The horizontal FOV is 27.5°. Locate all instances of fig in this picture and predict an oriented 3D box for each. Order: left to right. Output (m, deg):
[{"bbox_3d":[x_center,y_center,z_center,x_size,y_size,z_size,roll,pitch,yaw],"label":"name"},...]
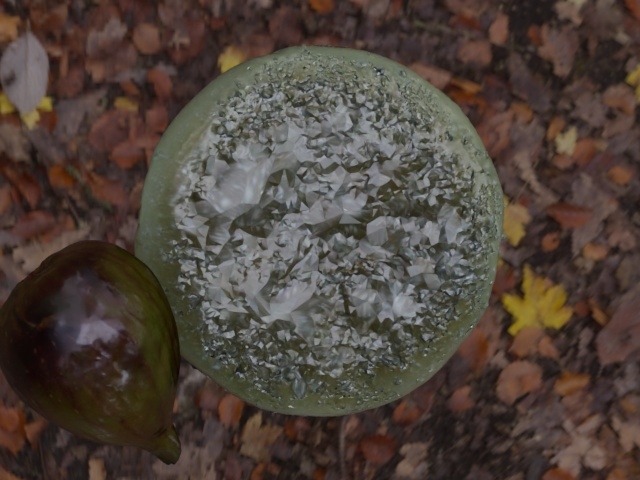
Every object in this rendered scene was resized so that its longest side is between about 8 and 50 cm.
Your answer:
[{"bbox_3d":[-0.128,0.077,0.802,0.154,0.109,0.103,51,28,-19],"label":"fig"}]

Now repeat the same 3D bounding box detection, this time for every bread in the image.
[{"bbox_3d":[0.000,0.000,0.897,0.267,0.040,0.266,-1,102,-3],"label":"bread"}]
